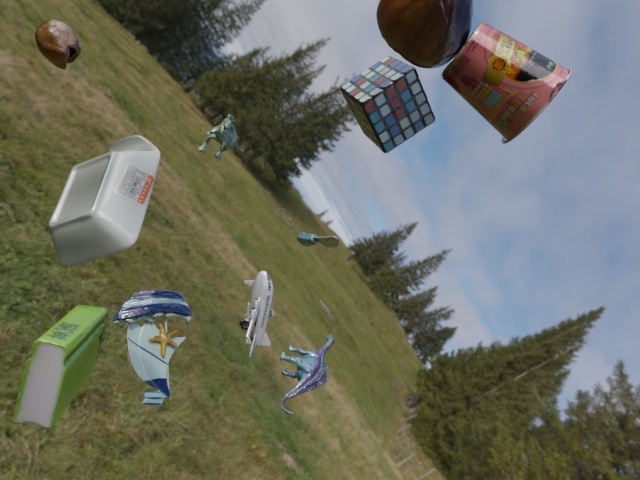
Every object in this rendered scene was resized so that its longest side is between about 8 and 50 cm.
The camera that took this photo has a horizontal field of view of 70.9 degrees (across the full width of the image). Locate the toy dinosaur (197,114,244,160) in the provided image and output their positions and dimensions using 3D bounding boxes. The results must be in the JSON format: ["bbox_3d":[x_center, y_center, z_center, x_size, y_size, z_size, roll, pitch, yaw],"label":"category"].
[{"bbox_3d":[-0.304,-0.291,1.365,0.076,0.129,0.383,52,-7,-8],"label":"toy dinosaur"}]

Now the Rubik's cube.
[{"bbox_3d":[0.196,-0.403,1.326,0.187,0.182,0.184,54,5,-35],"label":"Rubik's cube"}]

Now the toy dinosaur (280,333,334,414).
[{"bbox_3d":[-0.025,0.210,0.741,0.197,0.080,0.045,-49,144,-58],"label":"toy dinosaur"}]

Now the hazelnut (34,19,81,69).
[{"bbox_3d":[-0.507,-0.379,0.871,0.086,0.086,0.086,58,0,0],"label":"hazelnut"}]

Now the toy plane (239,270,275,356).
[{"bbox_3d":[-0.128,0.146,0.929,0.162,0.066,0.171,-42,131,-76],"label":"toy plane"}]

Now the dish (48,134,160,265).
[{"bbox_3d":[-0.342,-0.083,0.704,0.064,0.154,0.234,52,31,-48],"label":"dish"}]

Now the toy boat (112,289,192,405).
[{"bbox_3d":[-0.431,0.277,1.168,0.221,0.067,0.291,10,74,-49],"label":"toy boat"}]

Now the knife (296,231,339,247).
[{"bbox_3d":[0.001,0.001,1.189,0.058,0.032,0.244,41,-15,-21],"label":"knife"}]

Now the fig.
[{"bbox_3d":[0.234,-0.477,0.903,0.203,0.186,0.249,50,-22,-3],"label":"fig"}]

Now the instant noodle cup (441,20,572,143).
[{"bbox_3d":[0.460,-0.418,1.164,0.255,0.244,0.244,37,1,-1],"label":"instant noodle cup"}]

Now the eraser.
[{"bbox_3d":[-0.607,0.284,1.075,0.092,0.210,0.274,17,8,-11],"label":"eraser"}]
